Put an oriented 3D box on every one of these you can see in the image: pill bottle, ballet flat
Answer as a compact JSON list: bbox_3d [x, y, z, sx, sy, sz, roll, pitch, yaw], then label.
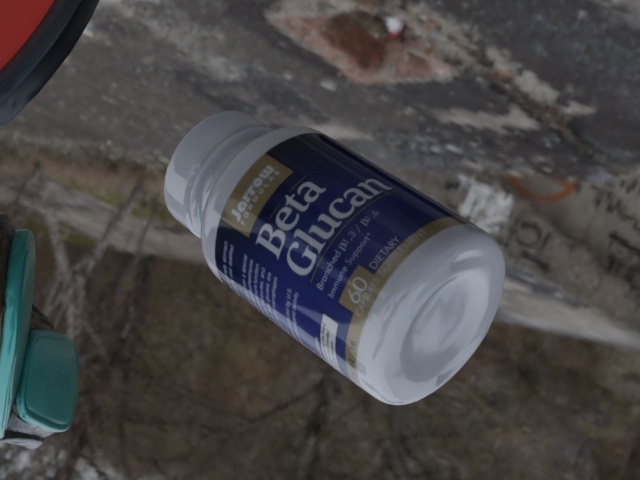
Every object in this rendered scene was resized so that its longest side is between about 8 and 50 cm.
[{"bbox_3d":[0.000,0.000,0.620,0.169,0.094,0.094,34,179,34],"label":"pill bottle"},{"bbox_3d":[-0.178,0.058,0.606,0.096,0.095,0.280,5,161,-5],"label":"ballet flat"}]

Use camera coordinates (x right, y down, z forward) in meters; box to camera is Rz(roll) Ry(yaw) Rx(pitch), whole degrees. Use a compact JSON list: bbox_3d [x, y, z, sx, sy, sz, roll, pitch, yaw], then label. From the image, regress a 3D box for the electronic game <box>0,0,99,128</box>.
[{"bbox_3d":[-0.180,-0.110,0.428,0.229,0.229,0.048,21,162,15],"label":"electronic game"}]
